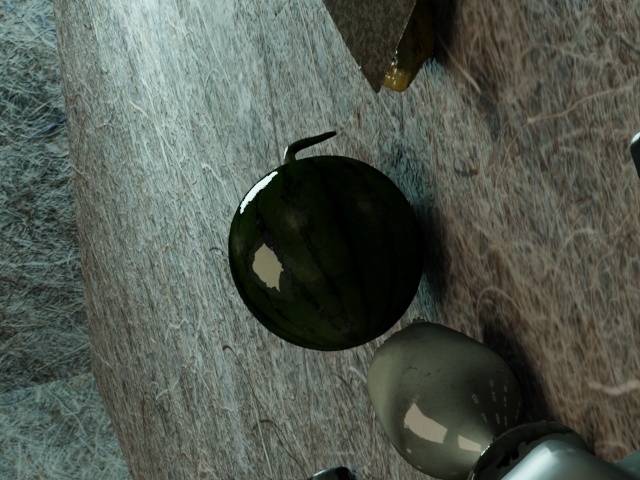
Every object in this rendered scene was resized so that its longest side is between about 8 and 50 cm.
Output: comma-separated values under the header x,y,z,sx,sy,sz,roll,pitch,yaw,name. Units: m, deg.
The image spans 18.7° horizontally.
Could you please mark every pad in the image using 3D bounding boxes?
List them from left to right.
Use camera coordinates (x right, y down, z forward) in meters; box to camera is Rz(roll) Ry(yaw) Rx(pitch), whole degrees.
x,y,z,sx,sy,sz,roll,pitch,yaw,name
0.058,-0.259,1.636,0.158,0.003,0.235,64,143,42,pad

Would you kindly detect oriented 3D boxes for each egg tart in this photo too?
x,y,z,sx,sy,sz,roll,pitch,yaw,name
0.066,-0.190,1.708,0.130,0.052,0.130,167,90,-74,egg tart

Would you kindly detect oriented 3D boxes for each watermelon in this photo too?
x,y,z,sx,sy,sz,roll,pitch,yaw,name
0.000,0.000,1.856,0.188,0.188,0.215,118,130,-69,watermelon

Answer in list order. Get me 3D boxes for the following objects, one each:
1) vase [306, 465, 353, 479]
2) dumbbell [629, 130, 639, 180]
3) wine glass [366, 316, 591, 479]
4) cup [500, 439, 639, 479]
x,y,z,sx,sy,sz,roll,pitch,yaw,name
0.039,0.372,2.288,0.060,0.060,0.211,106,147,-62,vase
0.208,-0.127,1.134,0.100,0.100,0.191,125,130,-71,dumbbell
0.128,0.157,1.644,0.241,0.126,0.126,-134,34,-60,wine glass
0.212,0.239,1.164,0.347,0.163,0.347,39,177,2,cup
